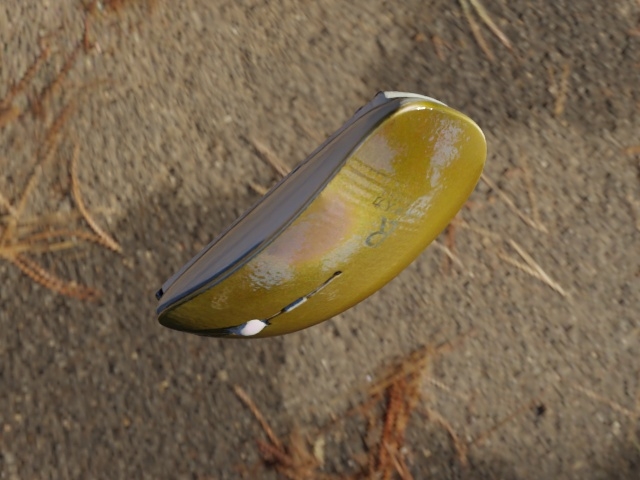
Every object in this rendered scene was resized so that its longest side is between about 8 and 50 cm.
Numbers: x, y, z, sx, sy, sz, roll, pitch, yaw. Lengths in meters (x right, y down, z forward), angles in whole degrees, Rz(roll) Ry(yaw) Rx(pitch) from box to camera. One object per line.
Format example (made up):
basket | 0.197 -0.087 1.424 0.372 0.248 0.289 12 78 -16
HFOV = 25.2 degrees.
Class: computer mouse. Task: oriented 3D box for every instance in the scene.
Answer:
computer mouse | 0.000 0.000 0.909 0.245 0.056 0.126 -39 147 27
